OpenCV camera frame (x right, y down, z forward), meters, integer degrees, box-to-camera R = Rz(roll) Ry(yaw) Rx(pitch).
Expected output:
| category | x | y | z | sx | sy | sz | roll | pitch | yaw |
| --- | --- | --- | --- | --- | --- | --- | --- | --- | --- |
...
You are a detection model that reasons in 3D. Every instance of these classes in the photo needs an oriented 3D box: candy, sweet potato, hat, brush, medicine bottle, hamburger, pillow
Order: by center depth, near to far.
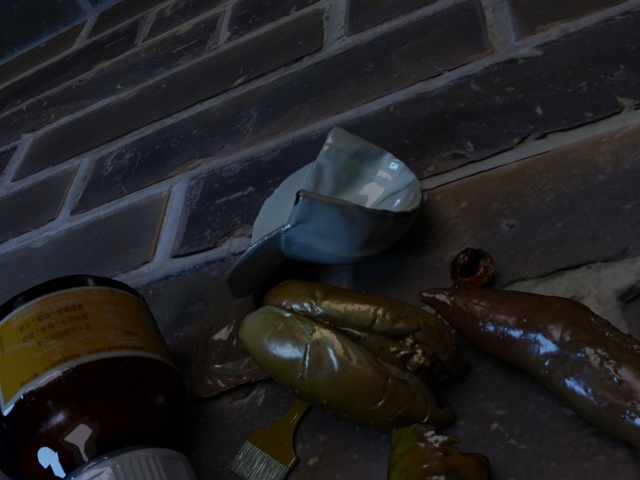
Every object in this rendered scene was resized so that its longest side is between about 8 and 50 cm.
| category | x | y | z | sx | sy | sz | roll | pitch | yaw |
| --- | --- | --- | --- | --- | --- | --- | --- | --- | --- |
| sweet potato | 0.258 | 0.117 | 0.622 | 0.106 | 0.095 | 0.355 | -6 | 24 | -39 |
| hamburger | 0.015 | 0.122 | 0.713 | 0.283 | 0.156 | 0.144 | 13 | 75 | 29 |
| medicine bottle | -0.269 | 0.246 | 0.762 | 0.242 | 0.242 | 0.395 | -35 | 53 | 1 |
| candy | 0.148 | 0.085 | 0.773 | 0.184 | 0.049 | 0.055 | -51 | 35 | -5 |
| brush | -0.029 | 0.215 | 0.784 | 0.083 | 0.011 | 0.205 | 16 | 61 | 44 |
| pillow | -0.091 | 0.146 | 0.874 | 0.211 | 0.034 | 0.135 | -19 | 46 | 20 |
| hat | -0.002 | -0.007 | 0.897 | 0.301 | 0.168 | 0.258 | -43 | 11 | 28 |

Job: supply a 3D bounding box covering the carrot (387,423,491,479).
| category | x | y | z | sx | sy | sz | roll | pitch | yaw |
| --- | --- | --- | --- | --- | --- | --- | --- | --- | --- |
| carrot | 0.106 | 0.303 | 0.536 | 0.114 | 0.114 | 0.301 | -14 | 43 | 23 |
